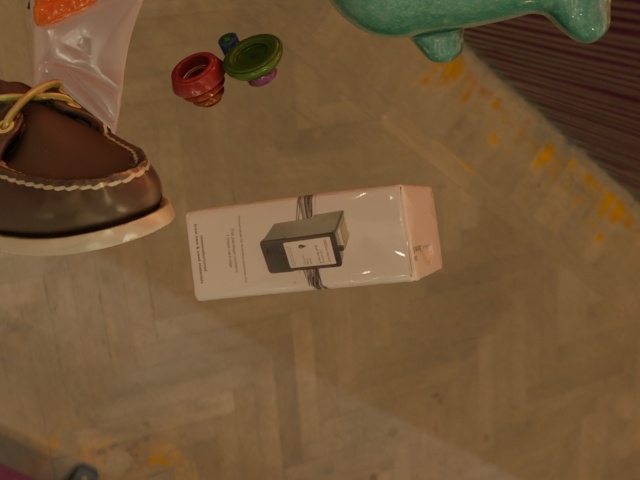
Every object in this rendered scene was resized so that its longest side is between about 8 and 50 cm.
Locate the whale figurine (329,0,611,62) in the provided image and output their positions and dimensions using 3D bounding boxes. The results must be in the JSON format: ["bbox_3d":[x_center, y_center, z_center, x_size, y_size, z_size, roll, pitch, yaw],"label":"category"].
[{"bbox_3d":[0.119,-0.238,0.702,0.272,0.141,0.216,21,131,11],"label":"whale figurine"}]

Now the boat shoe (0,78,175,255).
[{"bbox_3d":[-0.208,-0.063,0.561,0.109,0.305,0.091,-22,117,-39],"label":"boat shoe"}]

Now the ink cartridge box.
[{"bbox_3d":[0.000,0.000,1.043,0.273,0.198,0.114,-6,91,18],"label":"ink cartridge box"}]

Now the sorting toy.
[{"bbox_3d":[-0.072,-0.137,0.687,0.102,0.061,0.042,-8,138,18],"label":"sorting toy"}]

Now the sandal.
[{"bbox_3d":[-0.225,-0.200,0.764,0.102,0.076,0.265,8,101,-28],"label":"sandal"}]
